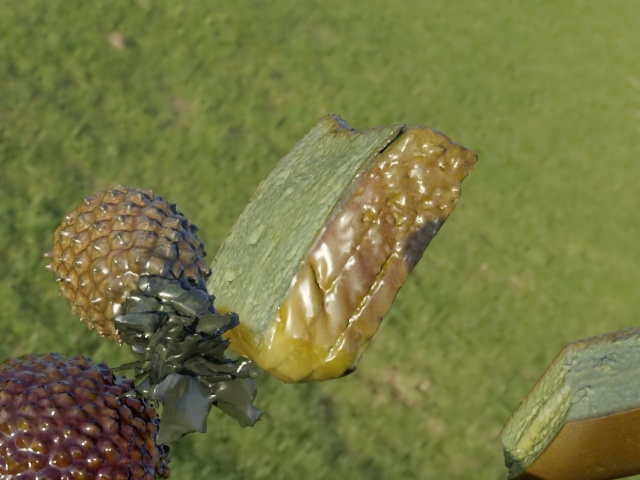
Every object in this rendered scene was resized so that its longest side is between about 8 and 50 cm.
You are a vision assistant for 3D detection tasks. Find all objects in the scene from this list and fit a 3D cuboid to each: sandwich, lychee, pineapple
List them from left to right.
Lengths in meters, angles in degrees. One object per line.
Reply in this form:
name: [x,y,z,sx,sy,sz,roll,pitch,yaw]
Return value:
lychee: [-0.208,0.176,1.320,0.188,0.188,0.188,34,20,-15]
pineapple: [-0.052,0.030,0.566,0.058,0.058,0.124,25,18,-36]
sandwich: [-0.001,0.000,1.348,0.087,0.226,0.251,32,-5,-17]
sandwich: [0.261,0.135,1.377,0.094,0.258,0.096,-83,153,-53]
